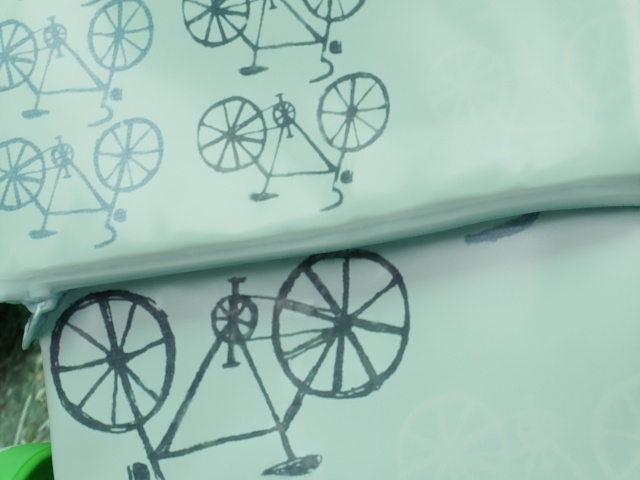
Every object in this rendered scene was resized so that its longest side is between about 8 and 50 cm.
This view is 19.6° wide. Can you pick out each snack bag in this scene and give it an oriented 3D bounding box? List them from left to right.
[{"bbox_3d":[0.000,0.000,0.714,0.323,0.037,0.343,-9,83,30],"label":"snack bag"}]

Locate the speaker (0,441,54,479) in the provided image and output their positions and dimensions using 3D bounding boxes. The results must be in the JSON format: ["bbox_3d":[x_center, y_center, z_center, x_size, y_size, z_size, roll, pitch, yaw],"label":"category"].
[{"bbox_3d":[-0.209,0.189,0.890,0.296,0.131,0.131,-25,49,34],"label":"speaker"}]
